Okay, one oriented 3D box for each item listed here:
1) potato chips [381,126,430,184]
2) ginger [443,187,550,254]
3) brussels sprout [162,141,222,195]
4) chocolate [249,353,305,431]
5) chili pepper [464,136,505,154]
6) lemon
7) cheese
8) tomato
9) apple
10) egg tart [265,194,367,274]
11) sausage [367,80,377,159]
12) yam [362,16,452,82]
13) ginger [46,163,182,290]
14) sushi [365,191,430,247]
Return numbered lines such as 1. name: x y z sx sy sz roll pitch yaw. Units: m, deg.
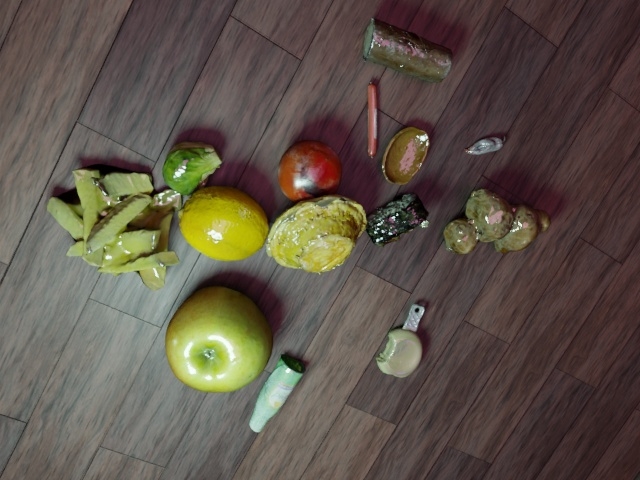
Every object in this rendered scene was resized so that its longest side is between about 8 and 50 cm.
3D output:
1. potato chips: 0.282 -0.287 1.523 0.150 0.049 0.202 17 98 -18
2. ginger: 0.633 -0.057 1.590 0.375 0.176 0.256 3 120 -13
3. brussels sprout: -0.397 -0.227 1.367 0.145 0.131 0.183 36 98 -22
4. chocolate: -0.168 0.558 1.619 0.110 0.110 0.291 28 99 -16
5. chili pepper: 0.581 -0.332 1.573 0.153 0.041 0.050 -13 63 -7
6. lemon: -0.292 -0.052 1.377 0.263 0.236 0.236 -4 108 -48
7. cheese: 0.315 0.369 1.674 0.163 0.082 0.286 15 98 -14
8. tomato: -0.032 -0.210 1.412 0.208 0.184 0.208 -2 102 -10
9. apple: -0.323 0.326 1.424 0.338 0.305 0.339 -3 106 -10
10. egg tart: 0.001 -0.001 1.426 0.341 0.132 0.341 -13 142 -10
11. sausage: 0.171 -0.395 1.485 0.034 0.034 0.253 -3 103 -10
12. yam: 0.266 -0.588 1.411 0.279 0.131 0.131 14 100 -14
13. ginger: -0.595 -0.050 1.336 0.413 0.211 0.358 35 93 -16
14. sushi: 0.257 -0.072 1.533 0.212 0.147 0.115 -31 114 16
